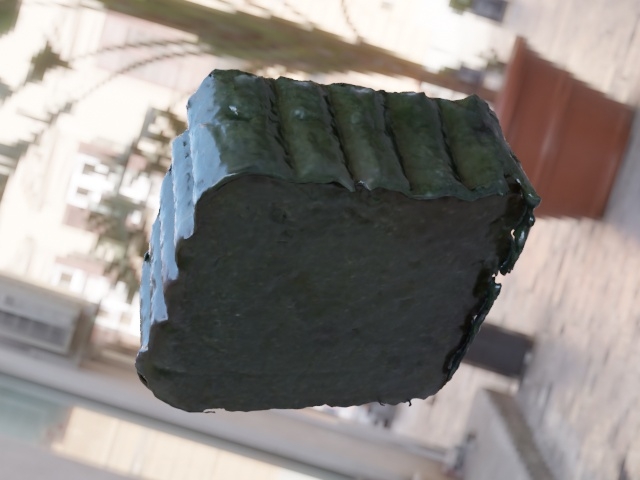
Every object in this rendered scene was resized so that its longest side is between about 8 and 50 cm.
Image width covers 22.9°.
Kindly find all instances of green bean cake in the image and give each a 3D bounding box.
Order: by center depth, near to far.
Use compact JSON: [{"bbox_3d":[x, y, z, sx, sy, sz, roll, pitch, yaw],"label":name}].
[{"bbox_3d":[0.000,0.000,0.820,0.094,0.181,0.173,-107,27,-42],"label":"green bean cake"}]
